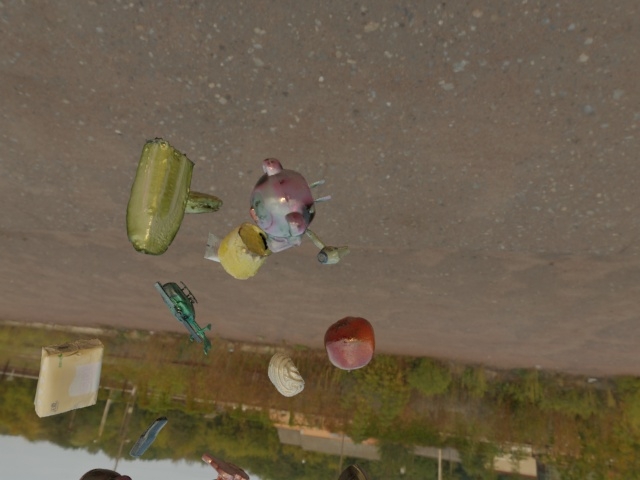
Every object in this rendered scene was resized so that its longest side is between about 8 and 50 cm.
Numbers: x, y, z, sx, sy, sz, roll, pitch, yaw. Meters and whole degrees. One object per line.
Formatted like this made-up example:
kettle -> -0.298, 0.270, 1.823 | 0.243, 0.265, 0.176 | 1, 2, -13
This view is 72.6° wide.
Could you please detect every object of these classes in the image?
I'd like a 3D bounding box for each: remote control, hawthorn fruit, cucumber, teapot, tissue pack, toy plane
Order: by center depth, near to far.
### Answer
toy plane -> -0.348, 0.188, 1.132 | 0.235, 0.060, 0.096 | 59, 178, -19
teapot -> -0.583, 0.668, 1.163 | 0.146, 0.116, 0.148 | -15, 141, 23
cucumber -> -0.459, -0.109, 1.223 | 0.105, 0.326, 0.145 | -3, 162, 25
tissue pack -> -0.817, 0.445, 1.425 | 0.090, 0.222, 0.186 | 18, -171, 40
remote control -> -0.788, 0.900, 2.004 | 0.042, 0.222, 0.072 | 37, 178, 30
hawthorn fruit -> 0.150, 0.545, 2.275 | 0.275, 0.300, 0.275 | -2, -172, 0

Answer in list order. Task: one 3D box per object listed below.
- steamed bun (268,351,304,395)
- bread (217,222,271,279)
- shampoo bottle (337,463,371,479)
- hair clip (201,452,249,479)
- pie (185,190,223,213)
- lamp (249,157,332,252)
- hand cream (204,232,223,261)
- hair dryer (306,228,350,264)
steamed bun -> -0.141, 0.533, 1.714 | 0.106, 0.183, 0.183 | -31, 163, -15
bread -> -0.291, 0.038, 1.703 | 0.197, 0.197, 0.170 | 22, 139, -30
shampoo bottle -> 0.136, 0.836, 1.327 | 0.084, 0.126, 0.350 | 38, 180, -13
hair clip -> -0.269, 0.671, 1.267 | 0.138, 0.102, 0.123 | 3, -172, -42
pie -> -0.489, -0.147, 1.712 | 0.201, 0.090, 0.248 | 12, -172, 13
lamp -> -0.092, -0.096, 1.338 | 0.247, 0.247, 0.301 | -17, 163, -9
hand cream -> -0.420, 0.068, 2.018 | 0.247, 0.133, 0.083 | 29, 136, -32
hair dryer -> 0.017, 0.006, 1.536 | 0.167, 0.199, 0.067 | 4, 131, -47
